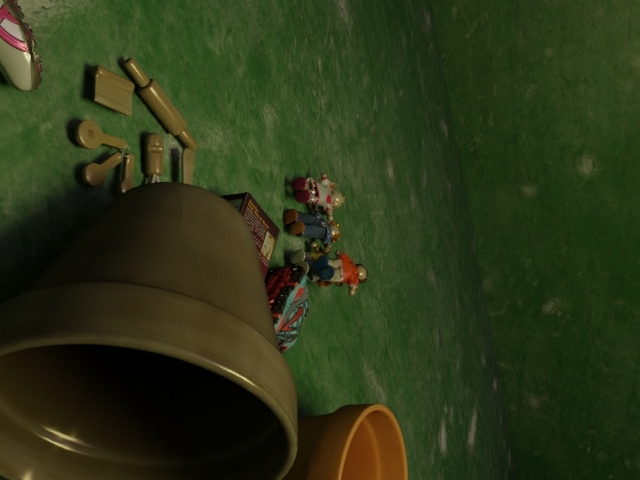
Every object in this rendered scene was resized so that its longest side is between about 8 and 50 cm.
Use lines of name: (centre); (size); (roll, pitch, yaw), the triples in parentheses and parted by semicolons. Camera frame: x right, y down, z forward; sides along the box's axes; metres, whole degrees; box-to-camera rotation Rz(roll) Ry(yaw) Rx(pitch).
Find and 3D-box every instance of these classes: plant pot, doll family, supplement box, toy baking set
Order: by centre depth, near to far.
plant pot: (-0.178, 0.096, 0.639); (0.281, 0.323, 0.323); (-89, 156, -48)
toy baking set: (-0.240, -0.115, 0.803); (0.256, 0.030, 0.197); (53, 45, -45)
supplement box: (-0.141, 0.032, 0.903); (0.104, 0.080, 0.188); (52, 43, -45)
plant pot: (0.003, 0.420, 0.984); (0.290, 0.203, 0.291); (17, 71, -61)
doll family: (0.000, 0.000, 1.170); (0.163, 0.118, 0.263); (13, 57, -54)

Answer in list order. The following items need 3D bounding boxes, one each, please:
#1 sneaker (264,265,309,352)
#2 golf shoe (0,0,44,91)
sneaker: (-0.078, 0.147, 0.983); (0.262, 0.104, 0.125); (-47, 128, -54)
golf shoe: (-0.351, -0.234, 0.586); (0.086, 0.067, 0.186); (-35, 120, -28)
